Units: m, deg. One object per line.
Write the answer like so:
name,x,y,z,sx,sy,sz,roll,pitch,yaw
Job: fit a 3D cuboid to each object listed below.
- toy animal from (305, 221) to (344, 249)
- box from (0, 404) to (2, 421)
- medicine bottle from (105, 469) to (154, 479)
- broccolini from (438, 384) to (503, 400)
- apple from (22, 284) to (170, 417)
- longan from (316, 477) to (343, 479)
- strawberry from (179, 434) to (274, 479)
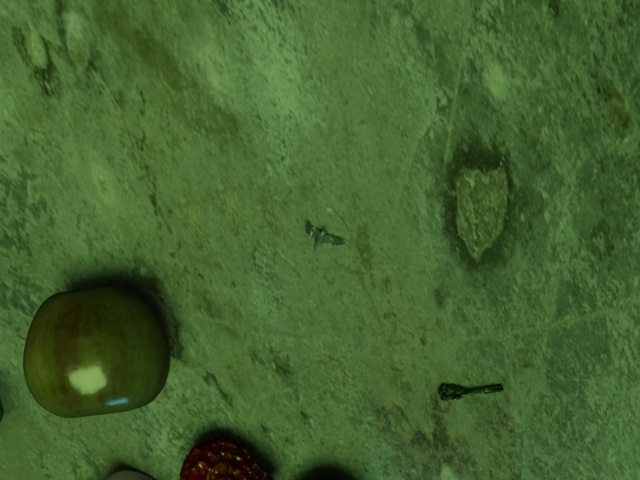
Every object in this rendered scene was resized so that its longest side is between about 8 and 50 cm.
toy animal,0.000,0.000,1.215,0.084,0.028,0.050,30,97,-11
box,-0.717,0.355,1.221,0.129,0.210,0.147,-6,110,-7
medicine bottle,-0.464,0.654,1.348,0.178,0.178,0.290,34,103,-13
broccolini,0.319,0.318,1.343,0.140,0.030,0.035,-7,73,-4
apple,-0.412,0.204,1.168,0.257,0.257,0.233,-10,79,2
longan,0.008,0.633,1.337,0.248,0.248,0.248,-1,109,-2
strawberry,-0.208,0.506,1.331,0.234,0.234,0.178,-22,78,6
